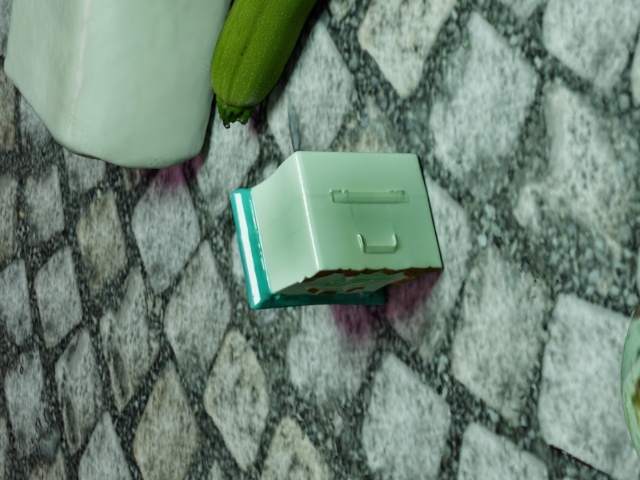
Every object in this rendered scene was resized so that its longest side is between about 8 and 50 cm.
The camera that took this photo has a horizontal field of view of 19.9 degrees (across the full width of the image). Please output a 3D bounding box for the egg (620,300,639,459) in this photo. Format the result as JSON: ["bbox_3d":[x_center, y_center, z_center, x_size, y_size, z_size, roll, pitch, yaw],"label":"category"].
[{"bbox_3d":[0.256,0.101,0.967,0.169,0.169,0.231,-52,57,46],"label":"egg"}]

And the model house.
[{"bbox_3d":[0.000,0.000,1.422,0.149,0.127,0.100,-29,67,52],"label":"model house"}]

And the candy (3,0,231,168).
[{"bbox_3d":[-0.182,-0.267,1.690,0.208,0.145,0.359,39,123,51],"label":"candy"}]

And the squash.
[{"bbox_3d":[-0.038,-0.199,1.535,0.258,0.069,0.069,-58,45,42],"label":"squash"}]
